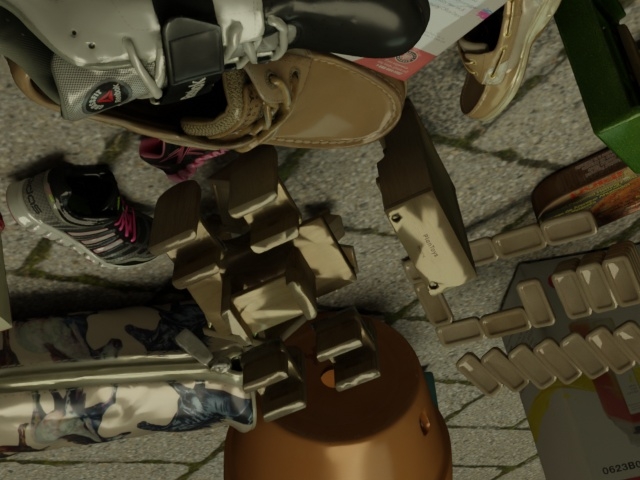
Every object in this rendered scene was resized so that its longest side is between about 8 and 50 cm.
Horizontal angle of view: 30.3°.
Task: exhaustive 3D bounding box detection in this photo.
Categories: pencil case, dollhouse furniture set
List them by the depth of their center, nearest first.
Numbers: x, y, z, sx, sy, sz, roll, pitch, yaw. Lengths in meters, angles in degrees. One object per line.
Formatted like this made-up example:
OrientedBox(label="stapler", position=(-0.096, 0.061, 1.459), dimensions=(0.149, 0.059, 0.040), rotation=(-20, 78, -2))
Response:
OrientedBox(label="dollhouse furniture set", position=(0.354, -0.141, 1.006), dimensions=(0.197, 0.151, 0.301), rotation=(-28, 149, 25))
OrientedBox(label="dollhouse furniture set", position=(0.000, 0.000, 1.054), dimensions=(0.242, 0.161, 0.212), rotation=(-23, 120, 12))
OrientedBox(label="dollhouse furniture set", position=(-0.058, -0.016, 1.175), dimensions=(0.101, 0.161, 0.182), rotation=(8, 122, 36))
OrientedBox(label="pencil case", position=(-0.267, 0.147, 1.249), dimensions=(0.410, 0.160, 0.183), rotation=(-4, 160, -16))

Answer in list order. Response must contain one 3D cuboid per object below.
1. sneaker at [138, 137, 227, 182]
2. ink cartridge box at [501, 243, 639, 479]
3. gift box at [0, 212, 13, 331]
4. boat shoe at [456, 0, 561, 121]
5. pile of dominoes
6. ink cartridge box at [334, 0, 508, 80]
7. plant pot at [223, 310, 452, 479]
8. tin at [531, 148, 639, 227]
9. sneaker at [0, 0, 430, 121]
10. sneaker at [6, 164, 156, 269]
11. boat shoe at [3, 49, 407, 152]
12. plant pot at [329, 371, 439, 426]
OrientedBox(label="sneaker", position=(-0.111, -0.094, 1.011), dimensions=(0.057, 0.047, 0.119), rotation=(26, 133, -35))
OrientedBox(label="ink cartridge box", position=(0.402, 0.201, 1.410), dimensions=(0.279, 0.385, 0.160), rotation=(-9, 148, -9))
OrientedBox(label="gift box", position=(-0.377, -0.039, 0.769), dimensions=(0.276, 0.255, 0.258), rotation=(-19, 154, -2))
OrientedBox(label="boat shoe", position=(0.141, -0.167, 0.970), dimensions=(0.059, 0.063, 0.170), rotation=(0, 140, -18))
OrientedBox(label="pile of dominoes", position=(0.241, 0.071, 1.321), dimensions=(0.251, 0.196, 0.040), rotation=(-17, -163, 33))
OrientedBox(label="ink cartridge box", position=(0.084, -0.208, 0.857), dimensions=(0.115, 0.067, 0.198), rotation=(14, 143, -42))
OrientedBox(label="plant pot", position=(0.020, 0.225, 1.425), dimensions=(0.291, 0.291, 0.203), rotation=(-10, 136, -7))
OrientedBox(label="tin", position=(0.316, -0.062, 1.259), dimensions=(0.189, 0.040, 0.106), rotation=(-25, 154, 22))
OrientedBox(label="sneaker", position=(-0.100, -0.130, 0.730), dimensions=(0.330, 0.146, 0.122), rotation=(10, 160, -1))
OrientedBox(label="sneaker", position=(-0.197, -0.023, 1.073), dimensions=(0.075, 0.063, 0.170), rotation=(-26, 145, 34))
OrientedBox(label="boat shoe", position=(-0.074, -0.112, 0.888), dimensions=(0.341, 0.110, 0.121), rotation=(6, 128, -30))
OrientedBox(label="plant pot", position=(0.030, 0.282, 1.641), dimensions=(0.234, 0.166, 0.165), rotation=(6, 147, -17))
